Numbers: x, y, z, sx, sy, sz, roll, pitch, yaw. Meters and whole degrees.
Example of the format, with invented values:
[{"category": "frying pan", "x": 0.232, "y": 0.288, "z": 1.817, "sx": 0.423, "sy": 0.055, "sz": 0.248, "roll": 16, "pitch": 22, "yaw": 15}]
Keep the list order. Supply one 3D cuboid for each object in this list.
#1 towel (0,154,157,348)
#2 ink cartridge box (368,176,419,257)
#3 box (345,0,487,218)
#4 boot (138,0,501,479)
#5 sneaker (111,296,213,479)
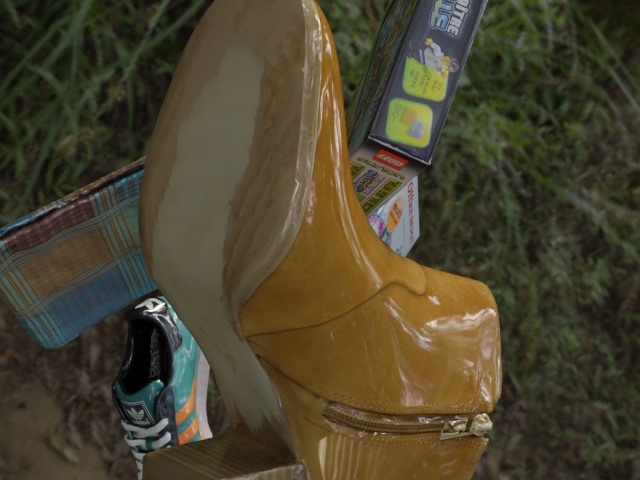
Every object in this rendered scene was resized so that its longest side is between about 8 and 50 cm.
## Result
[{"category": "towel", "x": -0.313, "y": 0.028, "z": 1.593, "sx": 0.040, "sy": 0.271, "sz": 0.370, "roll": 58, "pitch": -11, "yaw": 20}, {"category": "ink cartridge box", "x": 0.000, "y": 0.000, "z": 1.090, "sx": 0.127, "sy": 0.128, "sz": 0.176, "roll": 24, "pitch": 62, "yaw": 20}, {"category": "box", "x": 0.060, "y": -0.121, "z": 0.658, "sx": 0.036, "sy": 0.114, "sz": 0.207, "roll": 24, "pitch": 70, "yaw": -8}, {"category": "boot", "x": 0.018, "y": 0.022, "z": 0.587, "sx": 0.211, "sy": 0.104, "sz": 0.295, "roll": -4, "pitch": 107, "yaw": -44}, {"category": "sneaker", "x": -0.194, "y": 0.218, "z": 1.361, "sx": 0.121, "sy": 0.108, "sz": 0.302, "roll": 8, "pitch": 76, "yaw": -60}]
